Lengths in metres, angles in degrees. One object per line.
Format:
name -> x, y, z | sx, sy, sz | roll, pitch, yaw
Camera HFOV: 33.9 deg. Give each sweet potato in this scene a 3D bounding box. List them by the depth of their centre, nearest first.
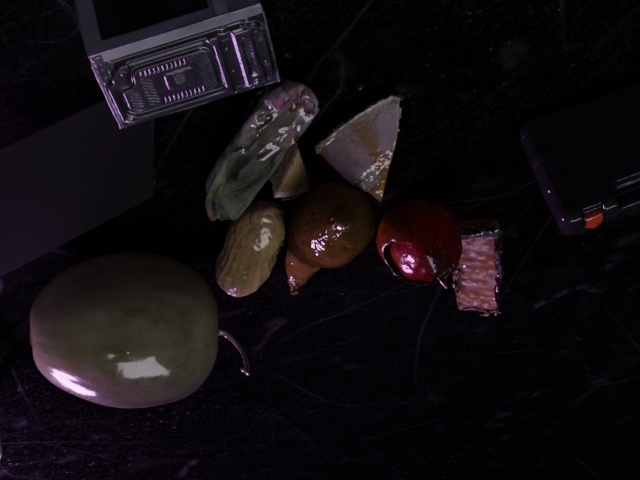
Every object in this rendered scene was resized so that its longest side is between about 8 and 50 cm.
sweet potato -> 0.000, -0.004, 1.672 | 0.131, 0.130, 0.422 | -10, 169, -15

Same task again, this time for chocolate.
chocolate -> 0.301, 0.049, 2.018 | 0.103, 0.065, 0.329 | -2, 149, 8

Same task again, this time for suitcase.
suitcase -> 0.479, -0.144, 1.667 | 0.286, 0.206, 0.066 | -20, 153, 3

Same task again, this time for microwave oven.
microwave oven -> -0.168, -0.240, 1.259 | 0.208, 0.122, 0.162 | -17, 148, -2

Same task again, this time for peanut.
peanut -> -0.111, 0.013, 1.713 | 0.099, 0.090, 0.214 | -7, 148, -24

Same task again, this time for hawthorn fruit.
hawthorn fruit -> 0.175, 0.011, 1.786 | 0.148, 0.172, 0.148 | -23, 163, -7

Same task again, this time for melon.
melon -> 0.060, -0.137, 1.575 | 0.140, 0.093, 0.202 | -1, 140, -14
melon -> -0.299, 0.140, 1.661 | 0.308, 0.271, 0.272 | 1, 145, -44

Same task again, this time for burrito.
burrito -> -0.100, -0.124, 1.530 | 0.096, 0.066, 0.309 | -1, 147, -31

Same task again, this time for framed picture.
framed picture -> -0.366, -0.065, 1.409 | 0.339, 0.014, 0.255 | -31, 155, -26

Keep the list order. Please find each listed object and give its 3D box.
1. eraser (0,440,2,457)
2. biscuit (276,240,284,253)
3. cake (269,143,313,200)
eraser -> -0.736, 0.308, 1.794 | 0.331, 0.149, 0.331 | -16, 149, -10
biscuit -> -0.098, 0.032, 1.819 | 0.046, 0.016, 0.089 | 0, 144, -28
cake -> -0.048, -0.115, 1.584 | 0.065, 0.052, 0.121 | -13, 149, -4
